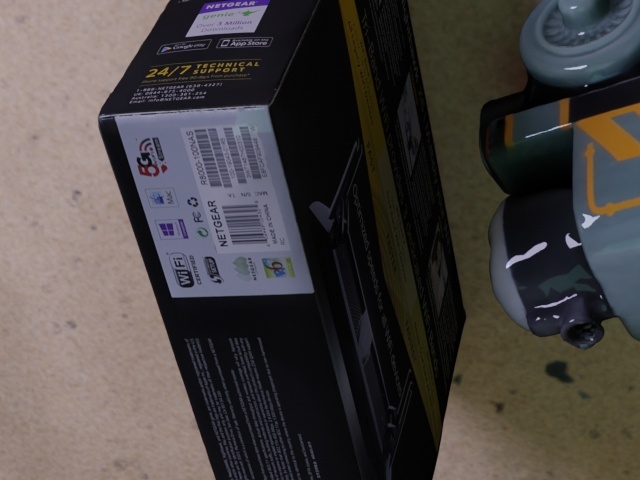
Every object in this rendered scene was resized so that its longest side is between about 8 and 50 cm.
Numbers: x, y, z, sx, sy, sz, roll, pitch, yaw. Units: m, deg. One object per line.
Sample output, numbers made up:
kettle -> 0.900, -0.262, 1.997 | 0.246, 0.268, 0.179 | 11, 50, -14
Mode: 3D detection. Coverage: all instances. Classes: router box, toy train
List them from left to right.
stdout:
router box -> 0.000, 0.000, 0.788 | 0.081, 0.243, 0.309 | -2, 125, 17
toy train -> 0.226, -0.054, 0.705 | 0.334, 0.190, 0.142 | -14, 134, 25
